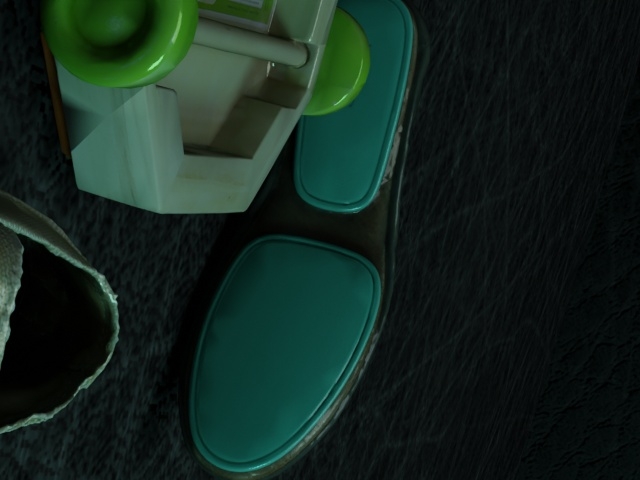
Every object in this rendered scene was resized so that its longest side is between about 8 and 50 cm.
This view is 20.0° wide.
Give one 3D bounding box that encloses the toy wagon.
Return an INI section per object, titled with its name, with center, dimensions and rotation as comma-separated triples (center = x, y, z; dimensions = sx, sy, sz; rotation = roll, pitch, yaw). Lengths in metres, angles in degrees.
[toy wagon]
center = -0.019, -0.182, 0.757
dimensions = 0.267, 0.068, 0.344
rotation = -5, 110, -74

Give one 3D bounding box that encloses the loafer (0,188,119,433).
[loafer]
center = -0.134, 0.021, 0.508
dimensions = 0.268, 0.092, 0.102
rotation = -23, 128, -71

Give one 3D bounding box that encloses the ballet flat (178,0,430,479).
[ballet flat]
center = 0.000, 0.000, 0.975
dimensions = 0.096, 0.095, 0.280
rotation = 93, 16, -78
